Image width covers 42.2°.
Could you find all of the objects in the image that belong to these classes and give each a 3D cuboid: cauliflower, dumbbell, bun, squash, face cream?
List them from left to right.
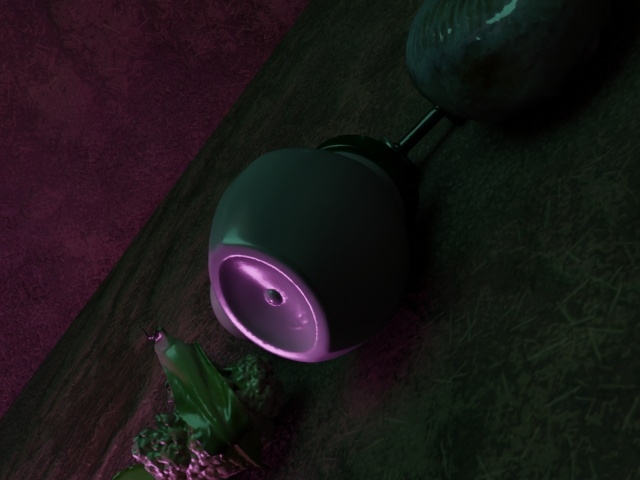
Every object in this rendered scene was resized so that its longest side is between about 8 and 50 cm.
[{"bbox_3d":[-0.279,0.473,1.557,0.093,0.169,0.252,-59,-12,-16],"label":"squash"},{"bbox_3d":[-0.193,0.259,1.358,0.256,0.239,0.315,-44,68,23],"label":"cauliflower"},{"bbox_3d":[0.000,0.000,1.255,0.219,0.312,0.357,-39,7,39],"label":"face cream"},{"bbox_3d":[0.175,-0.196,1.464,0.254,0.110,0.110,-46,23,9],"label":"dumbbell"},{"bbox_3d":[0.294,-0.332,1.251,0.362,0.211,0.362,-46,21,23],"label":"bun"}]

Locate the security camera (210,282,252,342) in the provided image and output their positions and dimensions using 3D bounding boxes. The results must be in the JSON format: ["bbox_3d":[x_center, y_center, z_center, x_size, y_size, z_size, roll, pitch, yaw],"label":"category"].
[{"bbox_3d":[-0.096,0.091,1.492,0.236,0.195,0.194,-33,30,45],"label":"security camera"}]
